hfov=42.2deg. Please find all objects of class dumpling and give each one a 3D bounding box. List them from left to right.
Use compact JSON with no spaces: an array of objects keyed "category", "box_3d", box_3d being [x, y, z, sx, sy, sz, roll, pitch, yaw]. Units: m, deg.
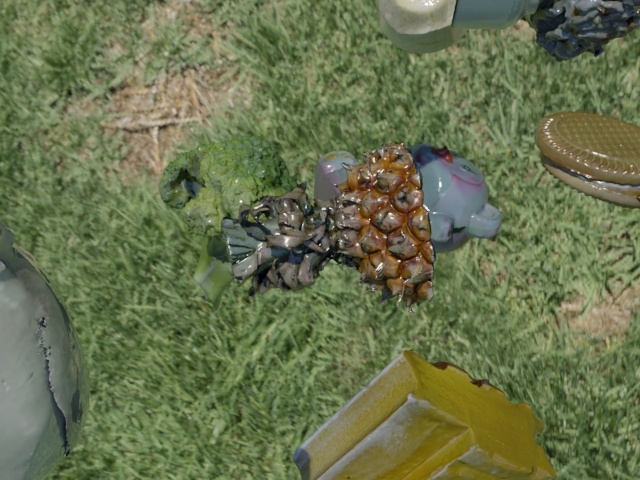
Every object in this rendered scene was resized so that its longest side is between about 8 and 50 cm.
[{"category":"dumpling","box_3d":[-0.280,0.116,0.532,0.260,0.341,0.181,-29,90,-25]}]

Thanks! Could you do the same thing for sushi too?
[{"category":"sushi","box_3d":[0.506,-0.491,1.417,0.417,0.176,0.417,-47,26,32]}]

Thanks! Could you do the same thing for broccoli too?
[{"category":"broccoli","box_3d":[-0.174,-0.041,1.359,0.302,0.186,0.254,-33,83,27]}]

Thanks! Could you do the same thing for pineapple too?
[{"category":"pineapple","box_3d":[0.000,0.000,1.161,0.272,0.262,0.262,-11,64,-6]}]

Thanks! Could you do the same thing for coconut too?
[{"category":"coconut","box_3d":[0.206,-0.472,1.625,0.202,0.222,0.202,-1,87,11]}]

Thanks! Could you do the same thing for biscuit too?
[{"category":"biscuit","box_3d":[0.497,-0.144,1.442,0.259,0.079,0.259,7,33,-5]}]

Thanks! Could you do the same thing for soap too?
[{"category":"soap","box_3d":[0.136,0.307,1.164,0.281,0.259,0.143,-49,20,34]}]

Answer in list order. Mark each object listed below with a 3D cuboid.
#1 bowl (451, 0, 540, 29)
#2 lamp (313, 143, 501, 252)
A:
[{"category":"bowl","box_3d":[0.300,-0.436,1.310,0.126,0.238,0.237,20,74,9]},{"category":"lamp","box_3d":[0.151,-0.049,1.487,0.301,0.247,0.247,-8,33,-20]}]
